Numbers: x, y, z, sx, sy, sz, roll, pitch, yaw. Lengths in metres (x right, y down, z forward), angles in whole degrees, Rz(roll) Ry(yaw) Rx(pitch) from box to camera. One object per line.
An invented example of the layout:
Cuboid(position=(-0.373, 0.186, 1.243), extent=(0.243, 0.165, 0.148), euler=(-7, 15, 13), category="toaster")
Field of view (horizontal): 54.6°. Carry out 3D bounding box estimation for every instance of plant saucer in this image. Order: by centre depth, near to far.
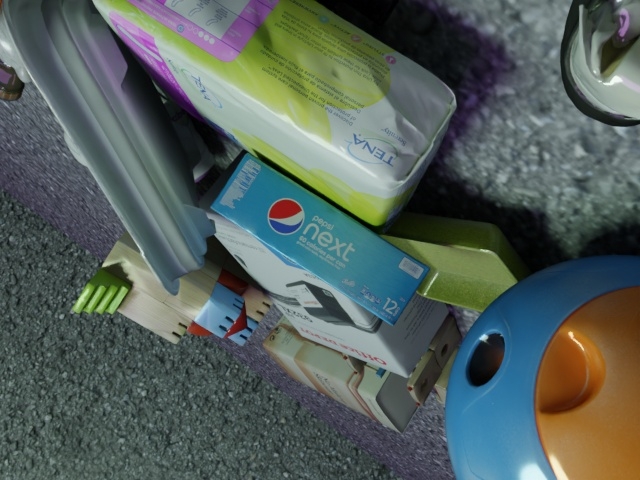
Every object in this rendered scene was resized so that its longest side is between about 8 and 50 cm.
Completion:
Cuboid(position=(0.154, 0.024, 0.693), extent=(0.189, 0.045, 0.188), euler=(12, 160, 44), category="plant saucer")

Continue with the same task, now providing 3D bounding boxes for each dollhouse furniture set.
Cuboid(position=(0.145, 0.198, 0.985), extent=(0.129, 0.129, 0.183), euler=(20, 153, 37), category="dollhouse furniture set")

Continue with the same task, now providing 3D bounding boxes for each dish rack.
Cuboid(position=(-0.199, -0.135, 0.660), extent=(0.285, 0.073, 0.332), euler=(-112, 0, -50), category="dish rack")

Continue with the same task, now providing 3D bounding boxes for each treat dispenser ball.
Cuboid(position=(0.251, 0.156, 0.523), extent=(0.288, 0.288, 0.288), euler=(31, 158, 14), category="treat dispenser ball")

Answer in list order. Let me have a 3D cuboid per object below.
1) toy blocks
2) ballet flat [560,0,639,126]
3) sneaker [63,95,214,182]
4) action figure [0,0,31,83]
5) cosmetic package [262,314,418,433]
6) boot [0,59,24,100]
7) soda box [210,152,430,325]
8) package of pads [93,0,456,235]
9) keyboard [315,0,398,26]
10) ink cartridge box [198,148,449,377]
Cuboid(position=(-0.185, 0.053, 0.985), extent=(0.261, 0.190, 0.381), euler=(33, -162, -11), category="toy blocks")
Cuboid(position=(0.181, -0.127, 0.311), extent=(0.095, 0.096, 0.280), euler=(33, 158, 12), category="ballet flat")
Cuboid(position=(-0.289, -0.177, 0.935), extent=(0.305, 0.114, 0.152), euler=(14, 138, 33), category="sneaker")
Cuboid(position=(-0.442, -0.315, 0.768), extent=(0.330, 0.178, 0.341), euler=(44, 156, 7), category="action figure")
Cuboid(position=(0.050, 0.238, 1.209), extent=(0.296, 0.129, 0.153), euler=(14, 148, 43), category="cosmetic package")
Cuboid(position=(-0.593, -0.356, 1.074), extent=(0.219, 0.082, 0.106), euler=(45, 136, -10), category="boot")
Cuboid(position=(0.000, 0.000, 0.619), extent=(0.210, 0.067, 0.071), euler=(33, 177, 6), category="soda box")
Cuboid(position=(-0.035, -0.134, 0.557), extent=(0.297, 0.101, 0.229), euler=(33, 174, 6), category="package of pads")
Cuboid(position=(-0.015, -0.243, 0.472), extent=(0.192, 0.038, 0.100), euler=(35, 140, -3), category="keyboard")
Cuboid(position=(0.009, 0.030, 0.846), extent=(0.223, 0.129, 0.307), euler=(13, 149, 44), category="ink cartridge box")
